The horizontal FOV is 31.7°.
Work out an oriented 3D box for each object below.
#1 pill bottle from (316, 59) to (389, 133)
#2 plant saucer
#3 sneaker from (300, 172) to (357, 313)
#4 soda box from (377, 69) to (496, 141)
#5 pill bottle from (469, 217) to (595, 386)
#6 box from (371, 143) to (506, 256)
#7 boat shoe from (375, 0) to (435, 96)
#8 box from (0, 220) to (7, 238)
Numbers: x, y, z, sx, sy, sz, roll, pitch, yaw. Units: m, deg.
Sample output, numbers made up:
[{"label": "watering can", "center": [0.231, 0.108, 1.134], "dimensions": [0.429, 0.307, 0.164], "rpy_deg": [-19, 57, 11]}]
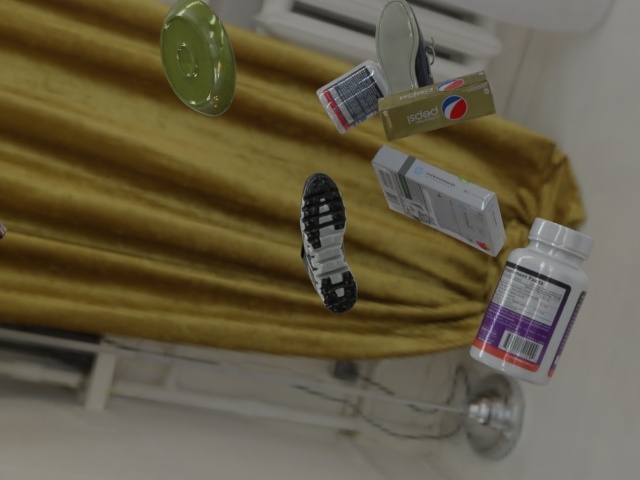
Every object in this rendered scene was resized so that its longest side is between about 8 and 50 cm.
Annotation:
[{"label": "pill bottle", "center": [0.093, -0.310, 2.334], "dimensions": [0.180, 0.108, 0.108], "rpy_deg": [-31, 36, 6]}, {"label": "plant saucer", "center": [-0.253, -0.359, 2.233], "dimensions": [0.241, 0.037, 0.241], "rpy_deg": [28, 128, 41]}, {"label": "sneaker", "center": [0.000, 0.000, 1.867], "dimensions": [0.106, 0.078, 0.234], "rpy_deg": [-153, 50, -68]}, {"label": "soda box", "center": [0.186, -0.216, 1.814], "dimensions": [0.061, 0.181, 0.058], "rpy_deg": [-87, -20, -64]}, {"label": "pill bottle", "center": [0.270, 0.075, 1.407], "dimensions": [0.193, 0.108, 0.108], "rpy_deg": [-68, 24, 2]}, {"label": "box", "center": [0.172, -0.057, 1.627], "dimensions": [0.186, 0.145, 0.038], "rpy_deg": [27, 74, 26]}, {"label": "boat shoe", "center": [0.172, -0.333, 2.142], "dimensions": [0.095, 0.079, 0.254], "rpy_deg": [-10, 96, 37]}, {"label": "box", "center": [-0.442, -0.013, 1.284], "dimensions": [0.137, 0.094, 0.027], "rpy_deg": [-29, 22, 7]}]
